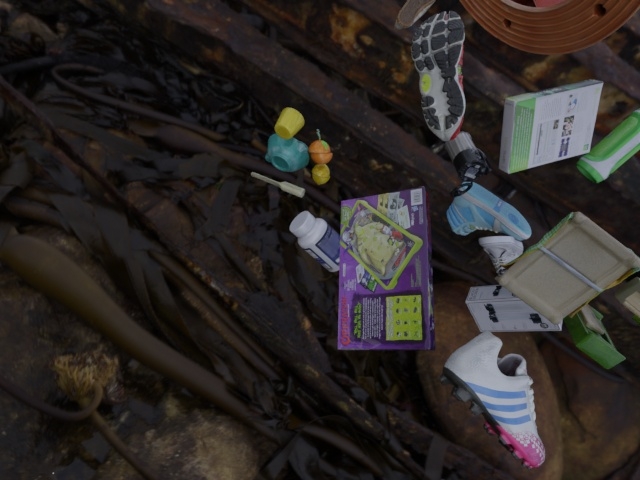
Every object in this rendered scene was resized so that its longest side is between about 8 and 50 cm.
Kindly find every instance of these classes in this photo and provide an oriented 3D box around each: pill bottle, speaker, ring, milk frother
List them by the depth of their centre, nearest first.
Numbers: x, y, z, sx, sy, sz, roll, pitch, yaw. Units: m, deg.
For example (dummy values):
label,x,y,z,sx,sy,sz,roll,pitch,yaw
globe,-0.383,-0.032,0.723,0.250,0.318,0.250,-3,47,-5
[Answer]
label,x,y,z,sx,sy,sz,roll,pitch,yaw
ring,0.236,-0.373,0.505,0.032,0.336,0.336,-36,86,-8
pill bottle,0.000,0.000,1.204,0.169,0.094,0.094,43,50,-27
milk frother,0.420,-0.222,1.358,0.129,0.143,0.134,28,38,-35
speaker,1.135,-0.359,1.723,0.131,0.296,0.131,39,18,-15

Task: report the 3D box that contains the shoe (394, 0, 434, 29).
label,x,y,z,sx,sy,sz,roll,pitch,yaw
shoe,0.321,-0.786,1.507,0.077,0.058,0.219,42,82,-4

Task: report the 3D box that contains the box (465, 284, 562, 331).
label,x,y,z,sx,sy,sz,roll,pitch,yaw
box,0.699,0.244,1.645,0.169,0.290,0.087,56,45,-23

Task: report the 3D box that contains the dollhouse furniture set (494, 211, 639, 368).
label,x,y,z,sx,sy,sz,roll,pitch,yaw
dollhouse furniture set,0.506,0.070,0.876,0.302,0.197,0.151,36,30,-6

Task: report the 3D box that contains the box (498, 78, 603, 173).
label,x,y,z,sx,sy,sz,roll,pitch,yaw
box,0.719,-0.358,1.425,0.323,0.232,0.058,-16,32,-14

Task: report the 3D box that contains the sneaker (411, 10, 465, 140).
label,x,y,z,sx,sy,sz,roll,pitch,yaw
sneaker,0.255,-0.343,0.963,0.118,0.108,0.278,23,68,-66

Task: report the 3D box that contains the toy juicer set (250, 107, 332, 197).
label,x,y,z,sx,sy,sz,roll,pitch,yaw
toy juicer set,-0.067,-0.234,1.329,0.209,0.329,0.089,33,61,-7

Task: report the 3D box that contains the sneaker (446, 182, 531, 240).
label,x,y,z,sx,sy,sz,roll,pitch,yaw
sneaker,0.642,-0.067,1.781,0.319,0.208,0.127,42,41,17

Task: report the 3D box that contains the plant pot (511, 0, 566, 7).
label,x,y,z,sx,sy,sz,roll,pitch,yaw
plant pot,0.564,-0.673,1.068,0.267,0.236,0.267,44,26,-32

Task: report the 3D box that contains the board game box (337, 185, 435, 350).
label,x,y,z,sx,sy,sz,roll,pitch,yaw
board game box,0.140,0.064,0.993,0.056,0.209,0.346,31,57,-59

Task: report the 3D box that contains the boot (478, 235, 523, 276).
label,x,y,z,sx,sy,sz,roll,pitch,yaw
boot,0.599,0.057,1.478,0.259,0.095,0.123,10,76,-44

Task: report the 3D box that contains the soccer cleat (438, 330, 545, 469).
label,x,y,z,sx,sy,sz,roll,pitch,yaw
soccer cleat,0.359,0.303,0.850,0.143,0.116,0.331,-44,115,-5
